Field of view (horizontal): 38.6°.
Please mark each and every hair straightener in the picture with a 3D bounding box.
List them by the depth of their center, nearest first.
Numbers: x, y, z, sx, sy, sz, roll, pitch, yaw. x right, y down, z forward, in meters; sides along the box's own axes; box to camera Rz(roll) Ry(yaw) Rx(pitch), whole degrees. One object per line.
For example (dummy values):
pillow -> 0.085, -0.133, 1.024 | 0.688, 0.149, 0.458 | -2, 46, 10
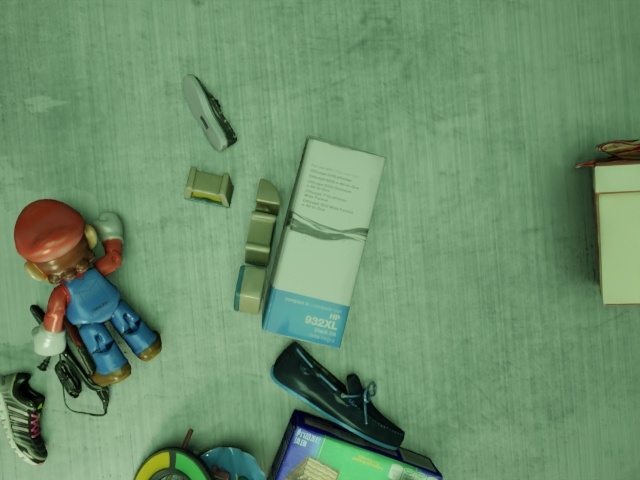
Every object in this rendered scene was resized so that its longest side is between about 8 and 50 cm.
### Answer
hair straightener -> -0.438, 0.208, 1.572 | 0.089, 0.047, 0.230 | -28, 97, -1

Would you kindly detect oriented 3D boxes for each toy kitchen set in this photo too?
toy kitchen set -> -0.165, 0.001, 1.553 | 0.166, 0.122, 0.207 | 11, 71, -2

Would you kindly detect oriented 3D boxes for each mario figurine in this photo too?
mario figurine -> -0.400, 0.076, 1.529 | 0.170, 0.198, 0.321 | -22, 104, 26

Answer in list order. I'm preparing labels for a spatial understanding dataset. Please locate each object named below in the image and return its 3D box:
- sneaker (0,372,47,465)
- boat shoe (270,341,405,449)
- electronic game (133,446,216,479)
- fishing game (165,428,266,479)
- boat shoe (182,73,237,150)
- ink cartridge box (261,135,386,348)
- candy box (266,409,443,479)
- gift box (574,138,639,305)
sneaker -> -0.499, 0.299, 1.557 | 0.074, 0.063, 0.170 | -25, 88, 5
boat shoe -> 0.039, 0.265, 1.558 | 0.258, 0.109, 0.089 | 32, 87, -5
electronic game -> -0.245, 0.462, 1.524 | 0.229, 0.048, 0.229 | -7, 79, 38
fishing game -> -0.168, 0.439, 1.522 | 0.264, 0.041, 0.189 | 27, 92, 33
boat shoe -> -0.190, -0.221, 1.565 | 0.040, 0.049, 0.142 | -27, 91, -34
ink cartridge box -> 0.000, 0.000, 1.487 | 0.129, 0.223, 0.308 | 14, 91, -3
candy box -> 0.023, 0.490, 1.556 | 0.268, 0.122, 0.317 | 20, 92, -3
gift box -> 0.556, -0.040, 1.502 | 0.255, 0.276, 0.258 | -3, 96, 11
